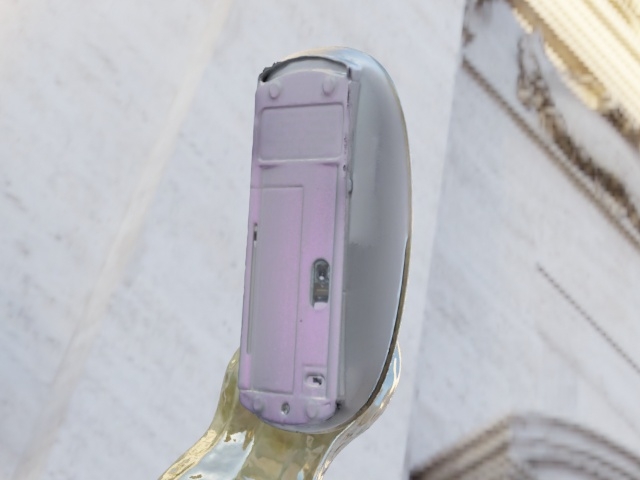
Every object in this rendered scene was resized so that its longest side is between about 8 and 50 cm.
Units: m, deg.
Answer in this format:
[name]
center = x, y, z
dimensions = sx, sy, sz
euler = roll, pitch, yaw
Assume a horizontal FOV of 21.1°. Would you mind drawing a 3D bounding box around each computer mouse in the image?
[computer mouse]
center = 0.000, 0.000, 1.092
dimensions = 0.126, 0.056, 0.245
euler = -1, -96, 46

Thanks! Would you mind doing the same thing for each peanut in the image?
[peanut]
center = -0.037, 0.149, 1.290
dimensions = 0.111, 0.274, 0.125
euler = 11, -37, 37
